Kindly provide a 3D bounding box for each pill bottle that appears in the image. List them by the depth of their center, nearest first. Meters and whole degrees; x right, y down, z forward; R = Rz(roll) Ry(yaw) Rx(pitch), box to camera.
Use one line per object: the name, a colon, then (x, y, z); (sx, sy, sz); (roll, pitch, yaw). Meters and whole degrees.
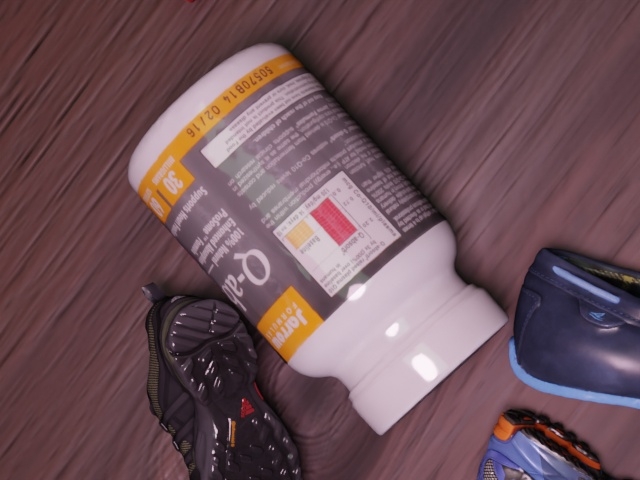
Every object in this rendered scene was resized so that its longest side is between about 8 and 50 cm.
pill bottle: (0.000, 0.000, 1.265); (0.162, 0.162, 0.278); (-43, 82, 6)

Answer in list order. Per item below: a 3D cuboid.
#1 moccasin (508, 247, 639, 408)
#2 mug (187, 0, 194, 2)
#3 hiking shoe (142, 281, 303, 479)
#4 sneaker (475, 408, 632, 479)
moccasin: (0.309, 0.070, 1.222); (0.342, 0.138, 0.116); (6, 99, 8)
mug: (-0.088, -0.285, 1.331); (0.113, 0.150, 0.169); (34, 100, -28)
hiking shoe: (-0.081, 0.139, 1.321); (0.086, 0.114, 0.226); (-19, 110, -21)
sneaker: (0.211, 0.220, 1.276); (0.221, 0.083, 0.087); (37, 108, 14)
